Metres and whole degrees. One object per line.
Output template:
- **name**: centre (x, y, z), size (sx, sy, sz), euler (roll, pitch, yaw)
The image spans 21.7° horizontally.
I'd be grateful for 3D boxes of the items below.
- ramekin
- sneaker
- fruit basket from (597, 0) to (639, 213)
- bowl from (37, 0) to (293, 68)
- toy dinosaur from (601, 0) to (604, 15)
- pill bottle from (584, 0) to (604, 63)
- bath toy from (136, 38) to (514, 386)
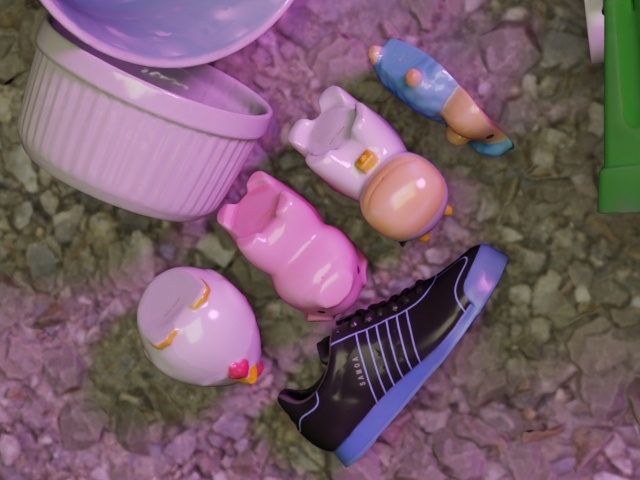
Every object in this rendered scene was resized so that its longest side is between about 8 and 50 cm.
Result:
- **ramekin**: centre (-0.154, -0.100, 1.394), size (0.207, 0.207, 0.109), euler (27, 104, 9)
- **sneaker**: centre (0.059, 0.082, 1.413), size (0.090, 0.081, 0.232), euler (39, 98, 1)
- **fruit basket**: centre (0.401, -0.054, 1.224), size (0.392, 0.283, 0.392), euler (0, 89, -21)
- **bowl**: centre (-0.158, -0.302, 1.371), size (0.163, 0.311, 0.312), euler (15, 94, 53)
- **toy dinosaur**: centre (0.223, -0.262, 1.331), size (0.313, 0.160, 0.121), euler (7, 123, 30)
- **pill bottle**: centre (0.303, -0.189, 1.362), size (0.169, 0.094, 0.094), euler (-6, 89, 10)
- **bath toy**: centre (0.000, 0.000, 1.408), size (0.348, 0.129, 0.151), euler (-45, 39, 5)
